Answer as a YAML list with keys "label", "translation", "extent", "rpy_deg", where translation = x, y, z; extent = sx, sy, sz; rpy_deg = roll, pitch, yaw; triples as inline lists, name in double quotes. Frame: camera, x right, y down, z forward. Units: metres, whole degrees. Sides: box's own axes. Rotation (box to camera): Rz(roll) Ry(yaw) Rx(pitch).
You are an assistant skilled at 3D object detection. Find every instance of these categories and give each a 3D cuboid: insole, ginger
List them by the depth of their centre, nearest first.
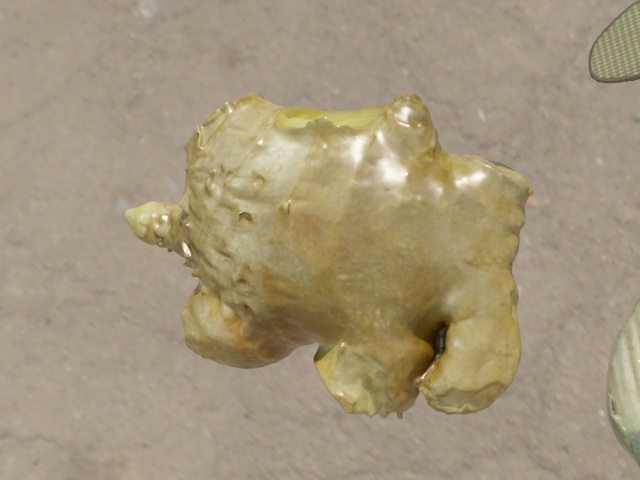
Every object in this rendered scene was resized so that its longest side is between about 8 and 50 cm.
- label: "ginger"
  translation: [0.000, 0.000, 0.709]
  extent: [0.216, 0.102, 0.157]
  rpy_deg: [9, 106, 22]
- label: "insole"
  translation: [0.356, -0.214, 1.332]
  extent: [0.253, 0.005, 0.086]
  rpy_deg: [-22, 60, 37]

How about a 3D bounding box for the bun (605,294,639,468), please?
- label: "bun"
  translation: [0.528, 0.164, 1.731]
  extent: [0.359, 0.211, 0.360]
  rpy_deg: [-1, 88, 38]
